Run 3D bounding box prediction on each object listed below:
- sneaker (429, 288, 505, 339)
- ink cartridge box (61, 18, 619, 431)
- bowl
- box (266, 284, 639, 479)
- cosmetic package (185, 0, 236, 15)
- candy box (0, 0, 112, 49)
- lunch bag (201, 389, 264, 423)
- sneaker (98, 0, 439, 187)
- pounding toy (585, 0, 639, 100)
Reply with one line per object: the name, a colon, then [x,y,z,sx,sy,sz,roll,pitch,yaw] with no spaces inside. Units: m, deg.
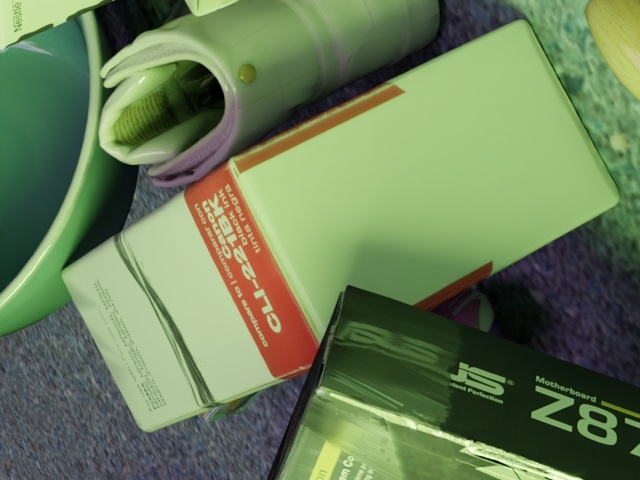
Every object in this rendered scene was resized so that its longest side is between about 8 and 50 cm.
sneaker: [0.067,0.107,1.202,0.104,0.095,0.236,52,156,4]
ink cartridge box: [0.000,0.000,1.093,0.114,0.197,0.273,62,152,1]
bowl: [-0.240,-0.056,1.258,0.311,0.311,0.163,48,-173,24]
box: [0.093,0.245,0.976,0.318,0.097,0.395,18,123,-2]
cosmetic package: [-0.060,-0.274,0.925,0.296,0.153,0.129,60,160,19]
candy box: [-0.117,-0.218,1.094,0.070,0.196,0.165,44,148,31]
lunch bag: [-0.064,0.078,1.424,0.071,0.053,0.083,53,125,18]
sneaker: [-0.074,-0.100,1.161,0.292,0.169,0.108,-13,105,63]
pounding toy: [0.157,-0.189,0.722,0.154,0.155,0.269,41,116,15]
